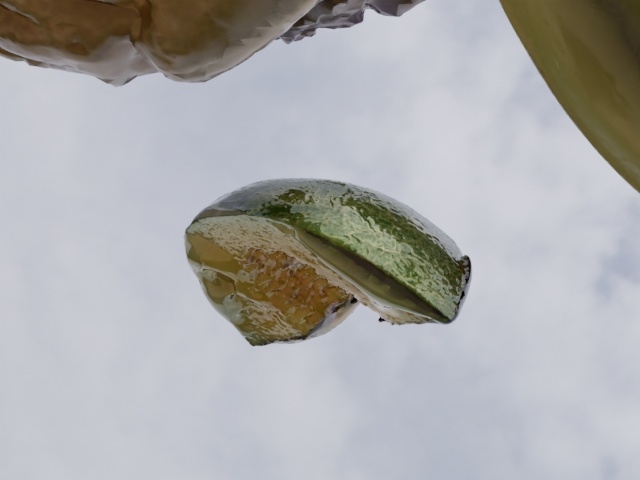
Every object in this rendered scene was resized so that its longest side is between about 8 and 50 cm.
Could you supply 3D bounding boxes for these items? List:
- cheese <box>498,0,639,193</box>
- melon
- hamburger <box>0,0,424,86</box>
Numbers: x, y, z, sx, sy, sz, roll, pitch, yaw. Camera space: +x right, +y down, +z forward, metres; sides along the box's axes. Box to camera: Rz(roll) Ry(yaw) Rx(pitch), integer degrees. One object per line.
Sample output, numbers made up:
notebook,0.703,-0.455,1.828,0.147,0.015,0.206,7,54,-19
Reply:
cheese,0.215,-0.179,0.775,0.259,0.128,0.316,-42,-93,-11
melon,0.000,0.000,0.716,0.160,0.128,0.079,-9,-130,50
hamburger,-0.125,-0.145,0.419,0.245,0.155,0.282,-25,-71,34
